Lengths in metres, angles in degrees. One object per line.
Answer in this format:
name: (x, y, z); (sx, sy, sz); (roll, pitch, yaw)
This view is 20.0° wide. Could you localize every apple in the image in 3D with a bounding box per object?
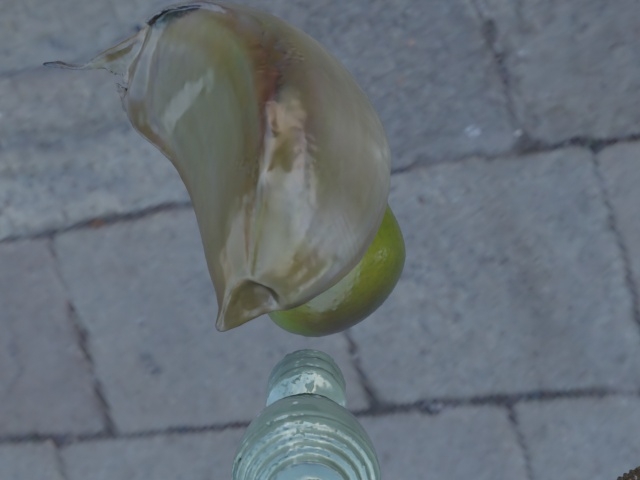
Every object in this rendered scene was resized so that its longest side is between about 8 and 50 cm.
apple: (0.000, 0.000, 1.861); (0.157, 0.196, 0.196); (-21, 100, -5)

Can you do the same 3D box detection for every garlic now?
garlic: (-0.075, -0.099, 1.402); (0.196, 0.151, 0.338); (-36, 57, -1)

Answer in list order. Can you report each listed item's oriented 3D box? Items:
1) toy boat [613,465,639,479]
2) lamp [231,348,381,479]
toy boat: (0.113, 0.159, 0.850); (0.047, 0.149, 0.049); (37, 155, 32)
lamp: (-0.010, 0.148, 1.322); (0.106, 0.193, 0.106); (0, 110, 0)
